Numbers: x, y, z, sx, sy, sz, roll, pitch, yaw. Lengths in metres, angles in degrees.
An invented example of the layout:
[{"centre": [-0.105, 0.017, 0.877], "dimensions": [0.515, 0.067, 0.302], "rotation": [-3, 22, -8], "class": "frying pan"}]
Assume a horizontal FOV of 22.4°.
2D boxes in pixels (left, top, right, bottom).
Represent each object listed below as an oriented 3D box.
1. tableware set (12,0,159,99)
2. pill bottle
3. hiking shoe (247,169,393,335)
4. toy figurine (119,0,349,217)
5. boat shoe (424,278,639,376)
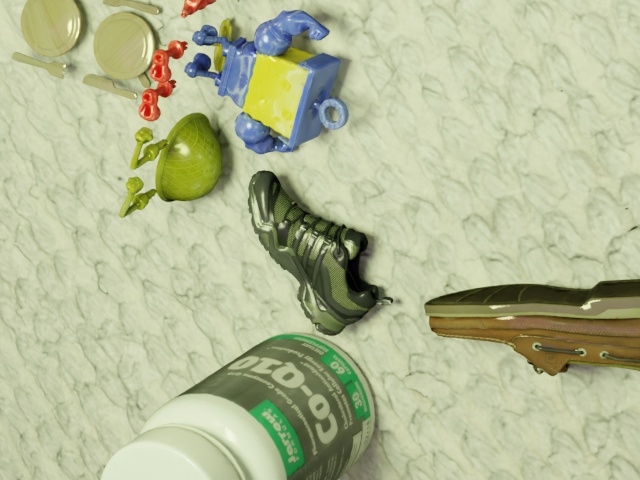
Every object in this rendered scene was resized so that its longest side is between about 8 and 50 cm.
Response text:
[{"centre": [-0.296, -0.266, 2.090], "dimensions": [0.194, 0.039, 0.128], "rotation": [20, 102, 15], "class": "tableware set"}, {"centre": [-0.097, 0.258, 1.956], "dimensions": [0.204, 0.361, 0.204], "rotation": [9, 110, 25], "class": "pill bottle"}, {"centre": [0.000, 0.000, 1.999], "dimensions": [0.114, 0.086, 0.226], "rotation": [-28, 98, 20], "class": "hiking shoe"}, {"centre": [-0.078, -0.155, 1.927], "dimensions": [0.217, 0.191, 0.362], "rotation": [24, 117, 15], "class": "toy figurine"}, {"centre": [0.265, 0.108, 1.862], "dimensions": [0.307, 0.111, 0.104], "rotation": [-1, 104, 29], "class": "boat shoe"}]
